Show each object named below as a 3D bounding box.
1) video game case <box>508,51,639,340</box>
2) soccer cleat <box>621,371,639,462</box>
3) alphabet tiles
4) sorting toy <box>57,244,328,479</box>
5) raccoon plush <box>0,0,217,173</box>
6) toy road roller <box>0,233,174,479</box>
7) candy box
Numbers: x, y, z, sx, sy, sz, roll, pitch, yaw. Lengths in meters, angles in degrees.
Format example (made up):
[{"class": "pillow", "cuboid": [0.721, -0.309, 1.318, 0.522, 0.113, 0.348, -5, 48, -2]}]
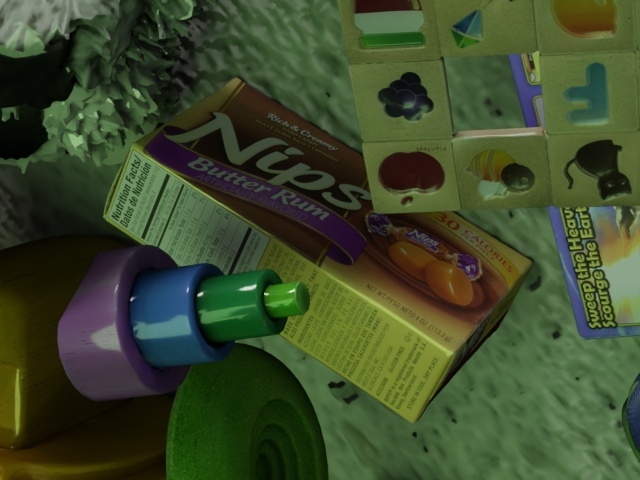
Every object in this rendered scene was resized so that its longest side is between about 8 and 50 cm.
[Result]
[{"class": "video game case", "cuboid": [0.201, -0.096, 0.774, 0.244, 0.061, 0.269, -6, 110, 29]}, {"class": "soccer cleat", "cuboid": [0.265, 0.146, 0.857, 0.289, 0.093, 0.121, 39, 163, -3]}, {"class": "alphabet tiles", "cuboid": [0.124, -0.093, 0.719, 0.237, 0.009, 0.198, -2, 128, 12]}, {"class": "sorting toy", "cuboid": [0.020, 0.120, 0.871, 0.126, 0.127, 0.365, -9, 139, 26]}, {"class": "raccoon plush", "cuboid": [-0.049, -0.182, 0.845, 0.446, 0.299, 0.216, -29, 82, 4]}, {"class": "toy road roller", "cuboid": [-0.219, 0.110, 1.032, 0.329, 0.202, 0.240, 10, 103, 24]}, {"class": "candy box", "cuboid": [0.000, 0.000, 0.902, 0.187, 0.109, 0.053, 34, 124, 11]}]
